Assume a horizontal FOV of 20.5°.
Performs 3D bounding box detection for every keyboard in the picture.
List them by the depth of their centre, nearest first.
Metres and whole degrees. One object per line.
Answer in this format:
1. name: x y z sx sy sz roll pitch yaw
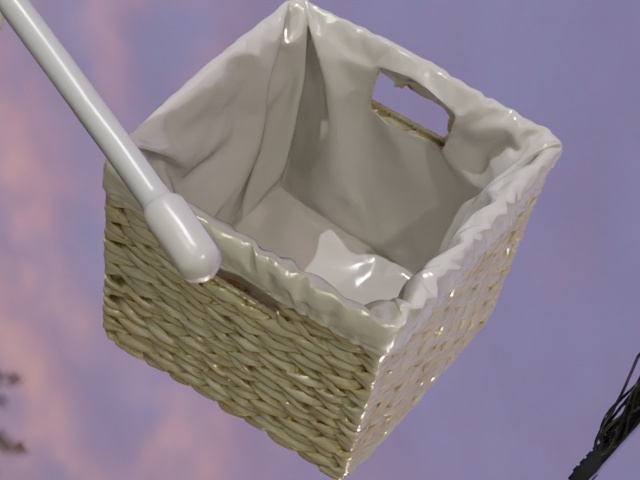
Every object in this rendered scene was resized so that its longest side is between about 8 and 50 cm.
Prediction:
1. keyboard: 0.258 0.114 1.402 0.038 0.192 0.100 41 7 14

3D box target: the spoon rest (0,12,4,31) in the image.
1. spoon rest: -0.303 -0.192 1.457 0.084 0.137 0.276 53 1 -13

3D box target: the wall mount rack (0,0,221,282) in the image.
1. wall mount rack: -0.215 -0.060 0.666 0.304 0.350 0.130 56 -4 -13

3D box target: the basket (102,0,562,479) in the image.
1. basket: 0.000 0.000 1.716 0.328 0.331 0.266 30 -42 17
